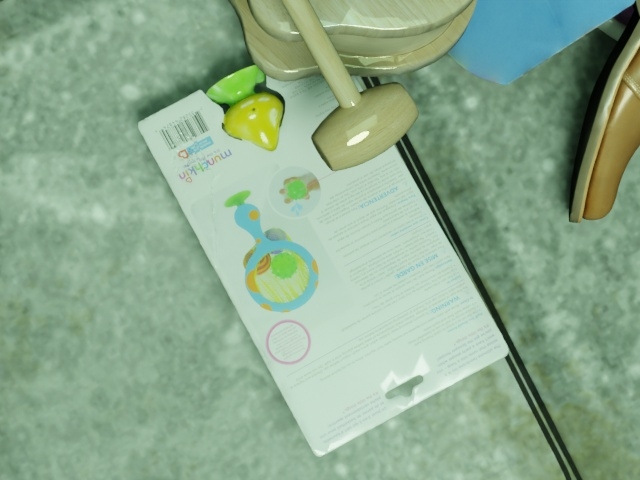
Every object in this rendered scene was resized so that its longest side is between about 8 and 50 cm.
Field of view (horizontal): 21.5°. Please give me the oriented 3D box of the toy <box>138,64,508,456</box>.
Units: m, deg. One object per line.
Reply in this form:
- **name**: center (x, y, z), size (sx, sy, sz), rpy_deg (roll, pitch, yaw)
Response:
- **toy**: center (0.000, 0.000, 1.063), size (0.137, 0.056, 0.237), rpy_deg (-28, 85, -5)

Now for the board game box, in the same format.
- **board game box**: center (0.139, -0.179, 1.065), size (0.168, 0.033, 0.133), rpy_deg (-33, 70, 34)

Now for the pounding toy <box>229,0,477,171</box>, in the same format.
- **pounding toy**: center (0.018, -0.187, 1.000), size (0.154, 0.155, 0.269), rpy_deg (-23, 77, -10)

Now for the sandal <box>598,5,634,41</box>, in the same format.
- **sandal**: center (0.344, -0.169, 1.087), size (0.416, 0.102, 0.169), rpy_deg (19, 83, -4)

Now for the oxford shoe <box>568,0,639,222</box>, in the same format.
- **oxford shoe**: center (0.211, -0.098, 1.052), size (0.076, 0.076, 0.212), rpy_deg (20, 113, -1)
